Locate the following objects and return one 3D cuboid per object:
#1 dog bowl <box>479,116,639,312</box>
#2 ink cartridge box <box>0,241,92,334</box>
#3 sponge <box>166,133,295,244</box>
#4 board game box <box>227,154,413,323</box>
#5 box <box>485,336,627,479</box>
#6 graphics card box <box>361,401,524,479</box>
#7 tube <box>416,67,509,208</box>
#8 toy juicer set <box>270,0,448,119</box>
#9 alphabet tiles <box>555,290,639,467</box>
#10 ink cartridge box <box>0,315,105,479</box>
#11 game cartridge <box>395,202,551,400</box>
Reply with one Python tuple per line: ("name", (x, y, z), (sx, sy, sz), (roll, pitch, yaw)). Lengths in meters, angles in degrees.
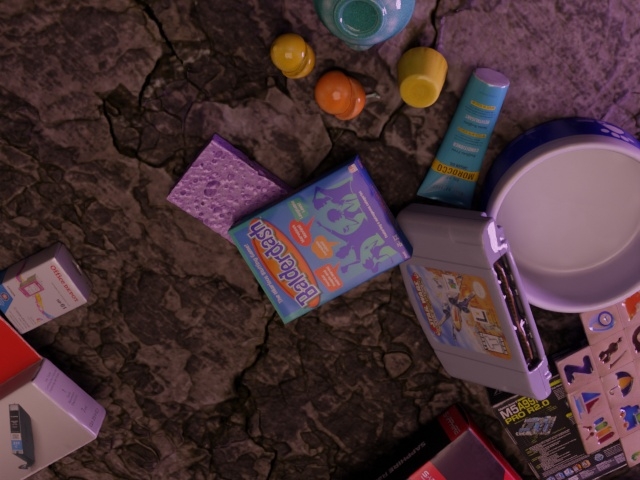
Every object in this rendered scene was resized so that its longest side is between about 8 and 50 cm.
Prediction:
("dog bowl", (0.359, -0.036, 1.672), (0.265, 0.104, 0.264), (0, 117, 0))
("ink cartridge box", (-0.413, 0.070, 1.748), (0.122, 0.052, 0.088), (-27, 115, 12))
("sponge", (-0.103, -0.049, 1.701), (0.210, 0.031, 0.117), (35, 112, -17))
("board game box", (0.000, 0.000, 1.663), (0.210, 0.047, 0.160), (-29, 101, 15))
("box", (0.429, 0.261, 1.853), (0.270, 0.060, 0.216), (-29, 113, 13))
("graphics card box", (0.151, 0.464, 1.892), (0.371, 0.094, 0.233), (-39, 111, 4))
("tube", (0.203, -0.139, 1.652), (0.080, 0.052, 0.207), (18, 123, 1))
("toy juicer set", (0.021, -0.302, 1.546), (0.209, 0.089, 0.329), (-14, 126, 21))
("alphabet tiles", (0.523, 0.176, 1.774), (0.343, 0.011, 0.285), (-26, 112, -7))
("ink cartridge box", (-0.522, 0.258, 1.810), (0.296, 0.066, 0.261), (-31, 114, 26))
("game cartridge", (0.211, 0.088, 1.695), (0.198, 0.062, 0.297), (6, 127, 47))
